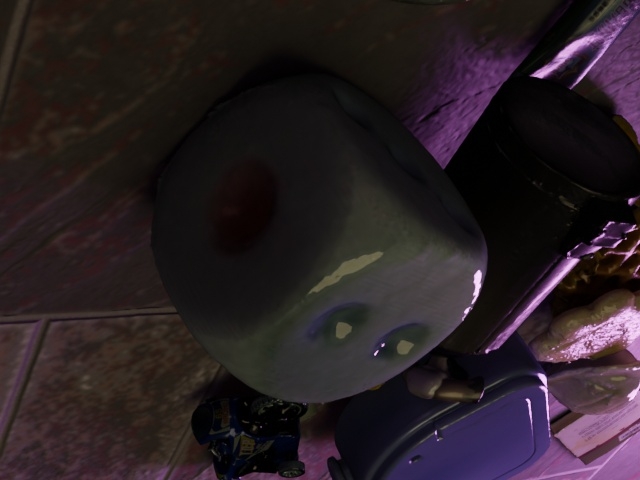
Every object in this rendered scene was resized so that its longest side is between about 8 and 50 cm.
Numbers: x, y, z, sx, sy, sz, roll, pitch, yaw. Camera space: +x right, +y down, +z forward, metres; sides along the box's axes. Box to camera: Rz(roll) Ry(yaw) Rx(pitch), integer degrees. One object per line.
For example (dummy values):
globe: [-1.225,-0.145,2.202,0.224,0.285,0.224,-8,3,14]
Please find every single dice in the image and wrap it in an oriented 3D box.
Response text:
dice: [0.000,0.000,1.178,0.264,0.268,0.262,-44,143,20]

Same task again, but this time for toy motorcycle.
toy motorcycle: [-0.108,0.294,1.617,0.168,0.113,0.315,-2,149,-7]

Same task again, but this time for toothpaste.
toothpaste: [0.355,-0.303,1.218,0.098,0.061,0.392,11,130,-35]

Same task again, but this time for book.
book: [0.610,0.390,2.308,0.201,0.026,0.289,-34,145,8]

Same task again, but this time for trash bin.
trash bin: [0.224,-0.020,1.313,0.202,0.252,0.301,2,137,-34]

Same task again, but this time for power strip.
power strip: [-0.027,0.257,1.706,0.040,0.016,0.090,-25,145,-11]

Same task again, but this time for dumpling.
dumpling: [0.470,0.246,1.928,0.179,0.132,0.252,1,171,-12]

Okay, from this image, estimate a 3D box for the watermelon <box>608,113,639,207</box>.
watermelon: [0.408,-0.122,1.466,0.075,0.092,0.181,-47,135,3]

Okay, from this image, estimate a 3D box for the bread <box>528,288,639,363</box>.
bread: [0.462,0.139,1.756,0.250,0.039,0.182,1,144,-38]

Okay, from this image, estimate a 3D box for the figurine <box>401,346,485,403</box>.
figurine: [0.163,0.117,1.539,0.145,0.145,0.222,-2,99,-33]

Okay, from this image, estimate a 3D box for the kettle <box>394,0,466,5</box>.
kettle: [0.111,-0.362,0.913,0.240,0.165,0.255,-43,152,-35]

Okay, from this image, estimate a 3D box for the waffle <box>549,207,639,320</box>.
waffle: [0.511,0.049,1.770,0.302,0.068,0.325,-29,144,-1]

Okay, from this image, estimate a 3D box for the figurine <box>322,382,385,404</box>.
figurine: [0.035,0.198,1.613,0.178,0.109,0.129,-31,158,15]

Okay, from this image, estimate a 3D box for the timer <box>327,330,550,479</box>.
timer: [0.185,0.301,1.771,0.394,0.173,0.395,-20,146,-14]
